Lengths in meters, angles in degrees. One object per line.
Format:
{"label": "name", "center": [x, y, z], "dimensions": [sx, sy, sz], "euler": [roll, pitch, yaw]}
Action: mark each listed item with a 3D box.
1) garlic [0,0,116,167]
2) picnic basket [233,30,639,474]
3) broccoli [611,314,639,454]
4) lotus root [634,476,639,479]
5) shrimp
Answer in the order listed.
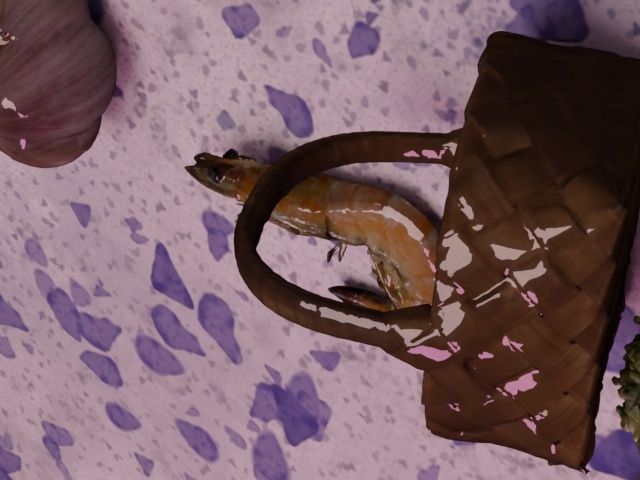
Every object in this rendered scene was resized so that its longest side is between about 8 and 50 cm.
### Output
{"label": "garlic", "center": [-0.334, -0.183, 1.905], "dimensions": [0.207, 0.256, 0.207], "euler": [-175, 90, -73]}
{"label": "picnic basket", "center": [0.091, -0.006, 1.523], "dimensions": [0.337, 0.293, 0.337], "euler": [9, 126, 12]}
{"label": "broccoli", "center": [0.338, 0.130, 1.505], "dimensions": [0.198, 0.176, 0.226], "euler": [-28, 141, 15]}
{"label": "lotus root", "center": [0.315, 0.240, 1.690], "dimensions": [0.150, 0.062, 0.073], "euler": [-1, 99, 46]}
{"label": "shrimp", "center": [0.000, 0.000, 1.829], "dimensions": [0.296, 0.058, 0.169], "euler": [20, 134, 29]}
